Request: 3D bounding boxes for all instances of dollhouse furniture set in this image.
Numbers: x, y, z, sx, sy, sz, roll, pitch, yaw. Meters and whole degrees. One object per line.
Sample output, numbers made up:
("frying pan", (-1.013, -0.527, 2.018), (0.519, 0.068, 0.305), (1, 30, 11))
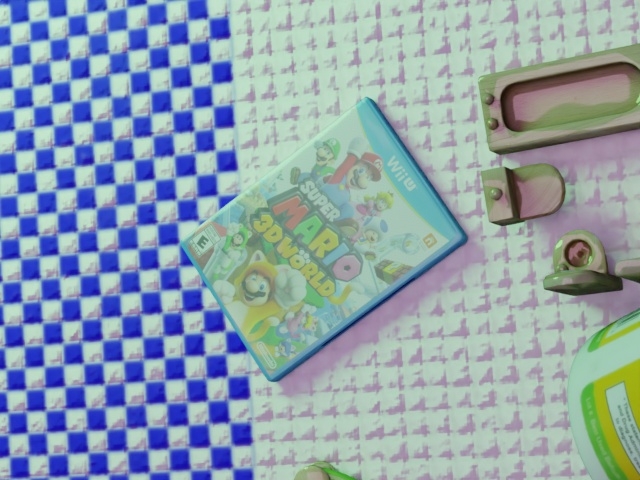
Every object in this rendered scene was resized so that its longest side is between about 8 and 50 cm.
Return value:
("dollhouse furniture set", (0.164, -0.046, 1.069), (0.144, 0.123, 0.151), (-10, 83, 19))

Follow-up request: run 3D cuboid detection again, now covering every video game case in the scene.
("video game case", (0.000, 0.000, 1.183), (0.166, 0.015, 0.119), (-37, 75, 13))

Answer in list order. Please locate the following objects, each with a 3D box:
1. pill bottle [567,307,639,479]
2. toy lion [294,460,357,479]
("pill bottle", (0.265, 0.067, 0.967), (0.245, 0.136, 0.136), (-34, 74, 44))
("toy lion", (0.013, 0.208, 1.157), (0.096, 0.034, 0.100), (25, 94, 13))
